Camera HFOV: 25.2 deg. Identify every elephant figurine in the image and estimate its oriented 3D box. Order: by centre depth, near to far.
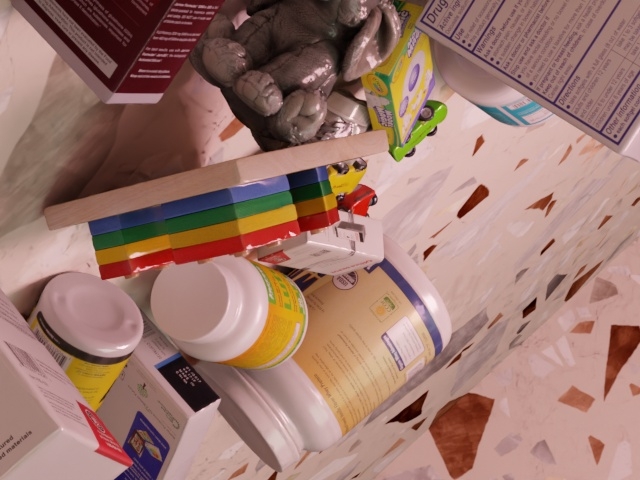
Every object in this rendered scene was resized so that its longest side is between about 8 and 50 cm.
[{"bbox_3d":[0.003,-0.214,1.380,0.239,0.169,0.186,-50,-154,-8],"label":"elephant figurine"}]

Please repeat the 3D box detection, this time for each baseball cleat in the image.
[{"bbox_3d":[-0.009,-0.121,1.703,0.206,0.072,0.109,-32,144,-43],"label":"baseball cleat"}]

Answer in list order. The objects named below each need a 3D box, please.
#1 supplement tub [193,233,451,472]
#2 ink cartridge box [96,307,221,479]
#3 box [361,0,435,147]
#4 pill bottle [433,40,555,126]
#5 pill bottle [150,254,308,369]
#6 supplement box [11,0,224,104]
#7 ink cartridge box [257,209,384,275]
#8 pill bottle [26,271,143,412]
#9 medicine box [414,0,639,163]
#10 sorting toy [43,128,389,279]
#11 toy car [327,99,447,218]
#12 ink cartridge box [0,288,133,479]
[{"bbox_3d":[0.002,0.151,2.011,0.316,0.228,0.228,-39,160,-16],"label":"supplement tub"},{"bbox_3d":[-0.239,0.250,1.829,0.065,0.165,0.333,-28,156,-41],"label":"ink cartridge box"},{"bbox_3d":[0.090,-0.200,1.676,0.105,0.043,0.179,-63,157,-21],"label":"box"},{"bbox_3d":[0.250,-0.228,1.856,0.146,0.146,0.264,-48,161,10],"label":"pill bottle"},{"bbox_3d":[-0.115,0.086,1.780,0.136,0.136,0.245,-46,161,6],"label":"pill bottle"},{"bbox_3d":[-0.125,-0.237,1.110,0.239,0.130,0.073,-52,160,24],"label":"supplement box"},{"bbox_3d":[0.000,0.000,1.833,0.135,0.056,0.099,13,157,-41],"label":"ink cartridge box"},{"bbox_3d":[-0.289,0.146,1.583,0.119,0.119,0.208,-17,147,-53],"label":"pill bottle"},{"bbox_3d":[0.303,-0.271,1.598,0.263,0.289,0.149,-58,159,10],"label":"medicine box"},{"bbox_3d":[-0.094,-0.031,1.447,0.257,0.089,0.255,-12,-177,37],"label":"sorting toy"},{"bbox_3d":[0.072,-0.110,1.882,0.225,0.053,0.239,-43,161,-4],"label":"toy car"},{"bbox_3d":[-0.309,0.112,1.247,0.114,0.273,0.197,-39,160,-3],"label":"ink cartridge box"}]
